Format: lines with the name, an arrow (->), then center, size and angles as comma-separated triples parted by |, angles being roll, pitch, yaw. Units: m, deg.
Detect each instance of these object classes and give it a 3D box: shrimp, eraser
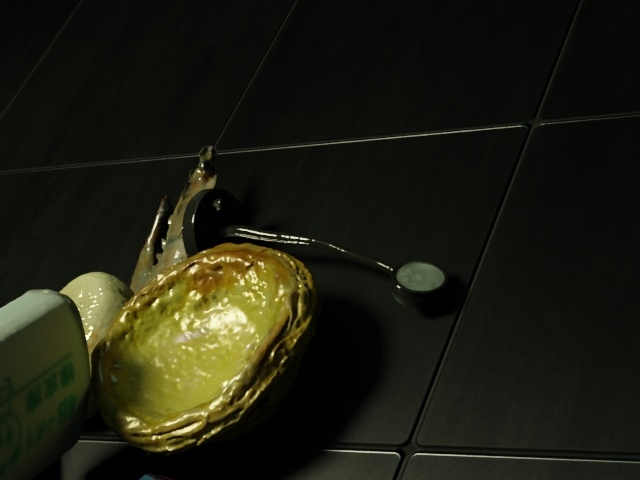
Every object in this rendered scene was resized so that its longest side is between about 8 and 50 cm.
shrimp -> -0.188, -0.002, 1.971 | 0.145, 0.059, 0.254 | -34, 35, 41
eraser -> -0.351, 0.181, 1.593 | 0.104, 0.189, 0.290 | 9, 18, 17

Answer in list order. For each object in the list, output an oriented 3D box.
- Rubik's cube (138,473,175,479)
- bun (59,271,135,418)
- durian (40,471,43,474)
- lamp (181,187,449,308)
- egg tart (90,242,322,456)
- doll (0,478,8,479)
Rubik's cube -> -0.167, 0.298, 1.587 | 0.093, 0.111, 0.111 | -8, 35, -11
bun -> -0.280, 0.133, 1.853 | 0.164, 0.111, 0.188 | -34, 37, 25
durian -> -0.423, 0.224, 1.810 | 0.186, 0.154, 0.260 | -24, 29, 23
lamp -> -0.001, 0.032, 1.822 | 0.371, 0.108, 0.130 | 16, 34, 27
egg tart -> -0.119, 0.134, 1.720 | 0.294, 0.123, 0.294 | -18, 42, 17
doll -> -0.321, 0.398, 1.480 | 0.268, 0.216, 0.284 | -45, 33, 2
